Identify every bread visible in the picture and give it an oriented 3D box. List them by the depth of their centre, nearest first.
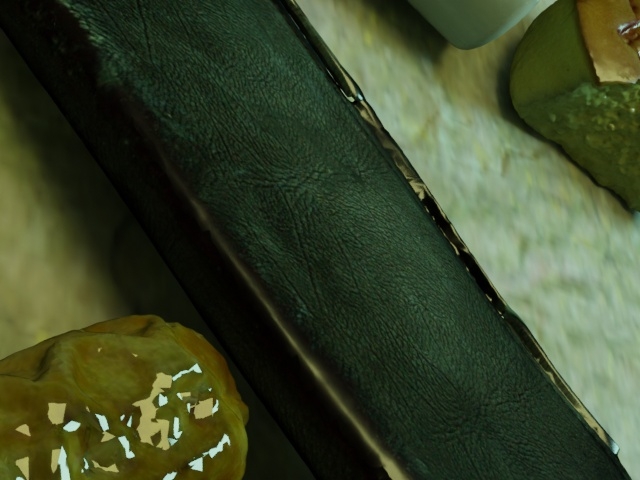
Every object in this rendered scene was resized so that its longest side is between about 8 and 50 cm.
[{"bbox_3d":[-0.148,0.099,0.297,0.367,0.077,0.084,-21,80,-49],"label":"bread"},{"bbox_3d":[0.180,-0.093,0.728,0.156,0.086,0.125,30,46,-29],"label":"bread"}]

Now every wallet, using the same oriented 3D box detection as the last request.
[{"bbox_3d":[0.000,0.000,0.491,0.318,0.045,0.172,54,30,12],"label":"wallet"}]

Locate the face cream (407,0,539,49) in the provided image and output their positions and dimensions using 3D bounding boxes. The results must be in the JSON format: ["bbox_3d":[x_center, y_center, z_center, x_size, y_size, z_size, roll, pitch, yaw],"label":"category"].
[{"bbox_3d":[-0.005,-0.228,0.624,0.314,0.089,0.143,44,6,-17],"label":"face cream"}]
